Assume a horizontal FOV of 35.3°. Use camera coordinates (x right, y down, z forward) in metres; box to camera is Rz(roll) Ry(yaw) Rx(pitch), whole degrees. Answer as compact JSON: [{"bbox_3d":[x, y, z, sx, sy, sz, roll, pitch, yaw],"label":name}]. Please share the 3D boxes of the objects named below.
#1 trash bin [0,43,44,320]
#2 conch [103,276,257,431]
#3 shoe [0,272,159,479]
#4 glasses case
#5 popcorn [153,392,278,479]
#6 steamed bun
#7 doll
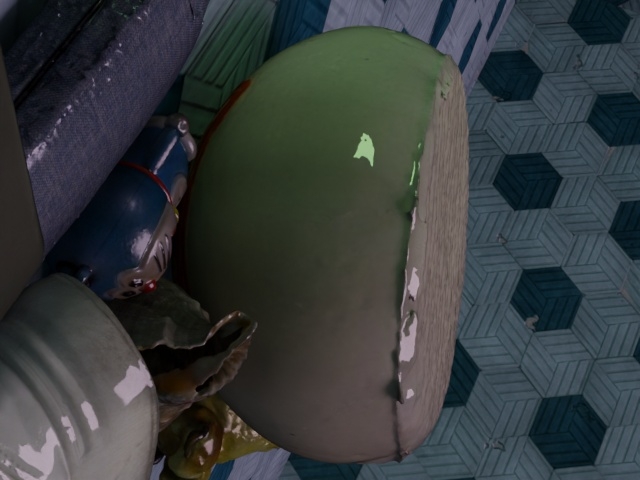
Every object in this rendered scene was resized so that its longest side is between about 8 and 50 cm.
[{"bbox_3d":[-0.178,-0.021,0.294,0.164,0.122,0.240,-60,171,-29],"label":"trash bin"},{"bbox_3d":[-0.133,0.085,0.702,0.155,0.207,0.130,-20,97,-47],"label":"conch"},{"bbox_3d":[-0.187,0.165,0.549,0.159,0.124,0.316,-28,145,-43],"label":"shoe"},{"bbox_3d":[-0.136,-0.070,0.542,0.282,0.067,0.109,-62,176,-27],"label":"glasses case"},{"bbox_3d":[-0.102,0.148,1.015,0.195,0.173,0.168,-28,109,-33],"label":"popcorn"},{"bbox_3d":[0.000,0.000,0.878,0.374,0.241,0.374,7,90,-76],"label":"steamed bun"},{"bbox_3d":[-0.129,-0.019,0.658,0.114,0.085,0.152,-50,-167,37],"label":"doll"}]
